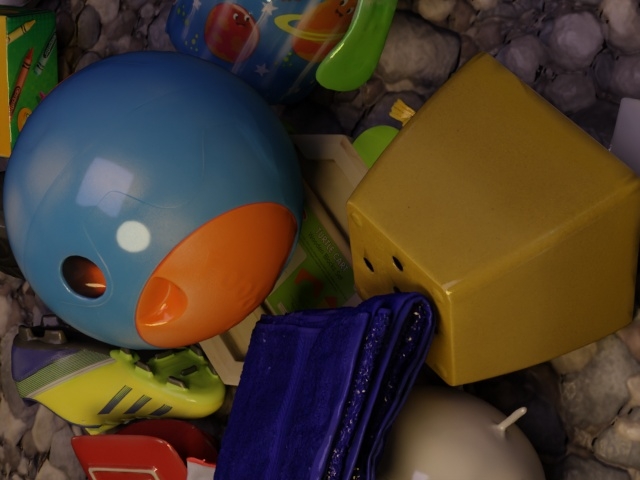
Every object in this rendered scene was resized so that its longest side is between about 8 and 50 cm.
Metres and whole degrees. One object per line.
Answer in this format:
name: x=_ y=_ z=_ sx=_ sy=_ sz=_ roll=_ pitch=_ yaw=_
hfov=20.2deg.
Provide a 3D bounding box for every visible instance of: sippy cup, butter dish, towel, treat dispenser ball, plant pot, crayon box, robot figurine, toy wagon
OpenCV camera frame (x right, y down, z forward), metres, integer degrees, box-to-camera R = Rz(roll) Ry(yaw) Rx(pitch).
sippy cup: x=-0.040 y=-0.268 z=1.823 sx=0.240 sy=0.305 sz=0.224 roll=28 pitch=113 yaw=-6
butter dish: x=-0.153 y=0.241 z=1.864 sx=0.160 sy=0.118 sz=0.160 roll=-4 pitch=120 yaw=42
towel: x=-0.015 y=0.156 z=1.605 sx=0.308 sy=0.076 sz=0.228 roll=-16 pitch=52 yaw=69
treat dispenser ball: x=-0.160 y=-0.039 z=1.723 sx=0.288 sy=0.288 sz=0.288 roll=-7 pitch=77 yaw=34
plant pot: x=0.142 y=0.002 z=1.594 sx=0.187 sy=0.212 sz=0.212 roll=-34 pitch=56 yaw=-20
crayon box: x=-0.436 y=-0.198 z=2.127 sx=0.278 sy=0.081 sz=0.165 roll=11 pitch=108 yaw=35
robot figurine: x=0.078 y=0.281 z=1.636 sx=0.300 sy=0.200 sz=0.353 roll=35 pitch=101 yaw=48
toy wagon: x=0.000 y=0.000 z=1.826 sx=0.344 sy=0.068 sz=0.267 roll=-45 pitch=60 yaw=19

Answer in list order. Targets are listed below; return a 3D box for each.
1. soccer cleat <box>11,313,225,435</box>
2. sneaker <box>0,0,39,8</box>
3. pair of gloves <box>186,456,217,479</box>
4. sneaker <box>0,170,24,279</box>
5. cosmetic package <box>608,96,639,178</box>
soccer cleat: x=-0.217 y=0.160 z=1.948 sx=0.289 sy=0.093 sz=0.121 roll=11 pitch=110 yaw=33
sneaker: x=-0.361 y=-0.314 z=2.119 sx=0.212 sy=0.094 sz=0.080 roll=-18 pitch=73 yaw=31
pair of gloves: x=-0.067 y=0.300 z=1.777 sx=0.198 sy=0.023 sz=0.159 roll=12 pitch=102 yaw=-5
sneaker: x=-0.305 y=-0.036 z=2.037 sx=0.341 sy=0.125 sz=0.140 roll=8 pitch=59 yaw=38
cosmetic package: x=0.369 y=-0.050 z=1.570 sx=0.231 sy=0.085 sz=0.117 roll=14 pitch=89 yaw=38
